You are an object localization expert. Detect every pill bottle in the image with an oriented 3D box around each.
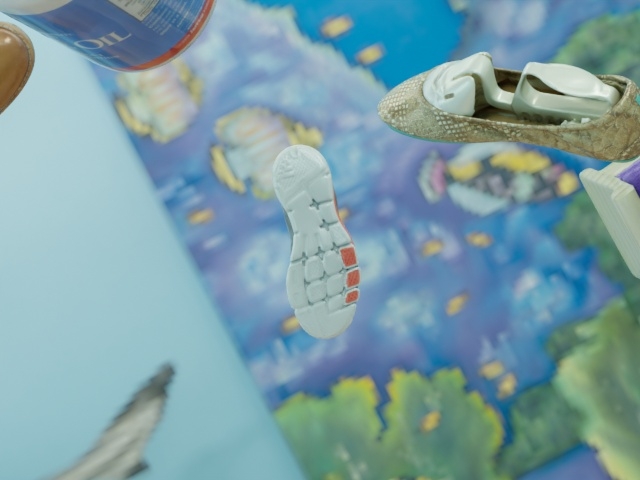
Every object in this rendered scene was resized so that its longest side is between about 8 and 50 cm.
[{"bbox_3d":[-0.165,-0.194,1.190,0.124,0.124,0.221,-25,-20,18],"label":"pill bottle"}]

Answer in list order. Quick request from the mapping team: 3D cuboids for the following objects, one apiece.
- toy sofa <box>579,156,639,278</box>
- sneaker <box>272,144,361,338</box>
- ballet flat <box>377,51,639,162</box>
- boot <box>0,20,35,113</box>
[{"bbox_3d":[0.480,-0.092,1.989,0.363,0.150,0.177,-34,22,-7],"label":"toy sofa"},{"bbox_3d":[0.000,0.000,1.501,0.061,0.157,0.065,-7,2,4],"label":"sneaker"},{"bbox_3d":[0.137,-0.104,1.326,0.206,0.067,0.073,6,50,19],"label":"ballet flat"},{"bbox_3d":[-0.416,-0.124,1.831,0.283,0.109,0.220,-23,11,-1],"label":"boot"}]
